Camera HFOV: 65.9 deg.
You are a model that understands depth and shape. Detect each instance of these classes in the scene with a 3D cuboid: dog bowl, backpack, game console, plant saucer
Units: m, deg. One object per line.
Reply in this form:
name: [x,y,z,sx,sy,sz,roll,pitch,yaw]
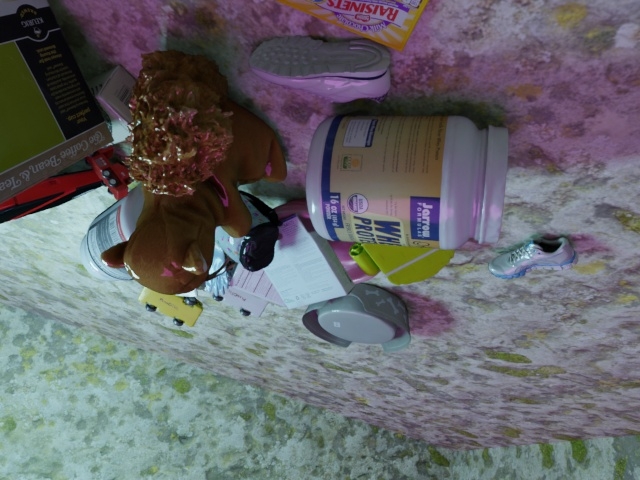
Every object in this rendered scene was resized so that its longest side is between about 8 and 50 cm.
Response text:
dog bowl: [0.120,0.247,1.578,0.348,0.102,0.349,11,149,7]
backpack: [-0.182,-0.032,1.121,0.182,0.115,0.152,45,133,26]
game console: [-0.712,-0.101,1.202,0.386,0.342,0.060,-11,104,38]
plant saucer: [0.000,0.000,1.243,0.331,0.084,0.332,11,149,7]

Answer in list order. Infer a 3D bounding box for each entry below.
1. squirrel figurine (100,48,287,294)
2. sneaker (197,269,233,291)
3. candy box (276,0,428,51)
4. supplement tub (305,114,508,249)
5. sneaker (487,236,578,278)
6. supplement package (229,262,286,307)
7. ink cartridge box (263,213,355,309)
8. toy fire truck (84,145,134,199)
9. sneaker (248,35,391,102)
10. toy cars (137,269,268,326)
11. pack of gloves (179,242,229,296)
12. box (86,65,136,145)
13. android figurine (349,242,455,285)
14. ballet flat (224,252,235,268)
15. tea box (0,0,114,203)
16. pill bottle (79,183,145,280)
squirrel figurine: [-0.251,-0.110,0.875,0.280,0.371,0.397,10,145,10]
sneaker: [-0.303,0.110,1.565,0.262,0.099,0.121,22,138,-20]
candy box: [0.045,-0.350,0.702,0.205,0.027,0.105,19,153,-7]
supplement tub: [0.153,-0.103,0.864,0.315,0.229,0.228,4,148,17]
sneaker: [0.469,0.030,1.114,0.190,0.071,0.083,-16,132,29]
supplement package: [-0.155,0.096,1.410,0.179,0.105,0.105,23,113,-13]
ink cartridge box: [-0.056,0.051,1.189,0.223,0.045,0.224,-20,108,44]
toy fire truck: [-0.442,-0.163,1.148,0.192,0.135,0.047,52,146,4]
sneaker: [-0.003,-0.268,0.807,0.234,0.090,0.095,10,159,11]
toy cars: [-0.346,0.163,1.499,0.393,0.087,0.177,-8,112,5]
pack of gloves: [-0.337,0.043,1.396,0.194,0.232,0.046,-1,-170,28]
box: [-0.477,-0.255,1.019,0.275,0.094,0.113,-8,142,33]
android figurine: [0.195,0.004,1.101,0.248,0.056,0.273,-30,132,15]
ballet flat: [-0.187,0.092,1.499,0.249,0.058,0.084,22,149,-13]
tea box: [-0.577,-0.231,0.781,0.219,0.329,0.324,-3,120,27]
pill bottle: [-0.494,-0.008,1.321,0.210,0.210,0.362,35,145,-31]
